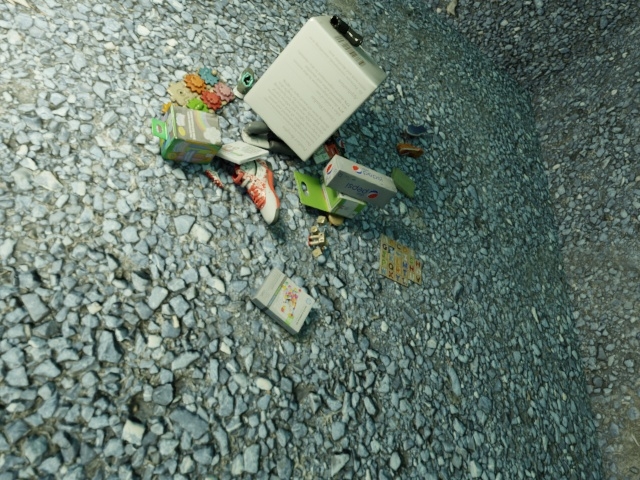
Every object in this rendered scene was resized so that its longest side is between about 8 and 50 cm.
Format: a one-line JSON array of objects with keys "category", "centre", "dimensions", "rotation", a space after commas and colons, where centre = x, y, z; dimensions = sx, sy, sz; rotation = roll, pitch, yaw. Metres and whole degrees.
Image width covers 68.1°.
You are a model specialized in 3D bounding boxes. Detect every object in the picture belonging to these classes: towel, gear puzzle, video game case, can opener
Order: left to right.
[{"category": "gear puzzle", "centre": [-0.453, -0.525, 1.711], "dimensions": [0.175, 0.044, 0.339], "rotation": [46, 47, -10]}, {"category": "video game case", "centre": [-0.288, -0.313, 1.679], "dimensions": [0.157, 0.019, 0.143], "rotation": [24, 35, 32]}, {"category": "can opener", "centre": [-0.170, -0.392, 1.830], "dimensions": [0.283, 0.095, 0.076], "rotation": [4, 64, -37]}, {"category": "towel", "centre": [0.393, -0.276, 2.267], "dimensions": [0.148, 0.027, 0.110], "rotation": [35, 49, -18]}]

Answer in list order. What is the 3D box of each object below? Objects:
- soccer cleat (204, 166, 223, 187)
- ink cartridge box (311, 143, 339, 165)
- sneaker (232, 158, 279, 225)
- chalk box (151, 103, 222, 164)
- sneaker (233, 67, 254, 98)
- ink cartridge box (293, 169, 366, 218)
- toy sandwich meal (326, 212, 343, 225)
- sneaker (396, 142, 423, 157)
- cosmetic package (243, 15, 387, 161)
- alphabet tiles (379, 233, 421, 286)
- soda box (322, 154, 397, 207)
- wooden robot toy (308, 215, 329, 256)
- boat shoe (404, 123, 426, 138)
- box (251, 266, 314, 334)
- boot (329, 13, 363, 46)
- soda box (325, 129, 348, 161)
[{"category": "soccer cleat", "centre": [-0.361, -0.216, 1.630], "dimensions": [0.083, 0.029, 0.036], "rotation": [44, 51, -5]}, {"category": "ink cartridge box", "centre": [0.020, -0.363, 1.975], "dimensions": [0.115, 0.029, 0.063], "rotation": [-24, 81, -10]}, {"category": "sneaker", "centre": [-0.234, -0.177, 1.670], "dimensions": [0.144, 0.090, 0.270], "rotation": [8, 59, -35]}, {"category": "chalk box", "centre": [-0.452, -0.347, 1.558], "dimensions": [0.212, 0.132, 0.133], "rotation": [4, 66, -36]}, {"category": "sneaker", "centre": [-0.289, -0.637, 1.882], "dimensions": [0.064, 0.076, 0.167], "rotation": [29, 52, -25]}, {"category": "ink cartridge box", "centre": [0.036, -0.207, 1.872], "dimensions": [0.255, 0.097, 0.189], "rotation": [14, 46, -34]}, {"category": "toy sandwich meal", "centre": [0.056, -0.095, 1.899], "dimensions": [0.085, 0.029, 0.086], "rotation": [17, 61, -33]}, {"category": "sneaker", "centre": [0.459, -0.464, 2.399], "dimensions": [0.175, 0.064, 0.068], "rotation": [6, 54, -40]}, {"category": "cosmetic package", "centre": [-0.010, -0.582, 1.803], "dimensions": [0.329, 0.393, 0.327], "rotation": [45, 28, -10]}, {"category": "alphabet tiles", "centre": [0.348, 0.100, 2.040], "dimensions": [0.237, 0.009, 0.198], "rotation": [25, 53, -26]}, {"category": "soda box", "centre": [0.153, -0.225, 1.832], "dimensions": [0.286, 0.098, 0.091], "rotation": [16, 44, -30]}, {"category": "wooden robot toy", "centre": [0.000, 0.000, 1.793], "dimensions": [0.079, 0.076, 0.174], "rotation": [54, 32, -55]}, {"category": "boat shoe", "centre": [0.481, -0.558, 2.462], "dimensions": [0.183, 0.066, 0.066], "rotation": [-14, 79, -48]}, {"category": "box", "centre": [-0.122, 0.202, 1.587], "dimensions": [0.186, 0.038, 0.145], "rotation": [43, 48, -14]}, {"category": "boot", "centre": [0.089, -0.743, 1.675], "dimensions": [0.099, 0.045, 0.121], "rotation": [18, 33, -48]}, {"category": "soda box", "centre": [0.063, -0.409, 2.051], "dimensions": [0.053, 0.060, 0.169], "rotation": [-1, 68, -42]}]
